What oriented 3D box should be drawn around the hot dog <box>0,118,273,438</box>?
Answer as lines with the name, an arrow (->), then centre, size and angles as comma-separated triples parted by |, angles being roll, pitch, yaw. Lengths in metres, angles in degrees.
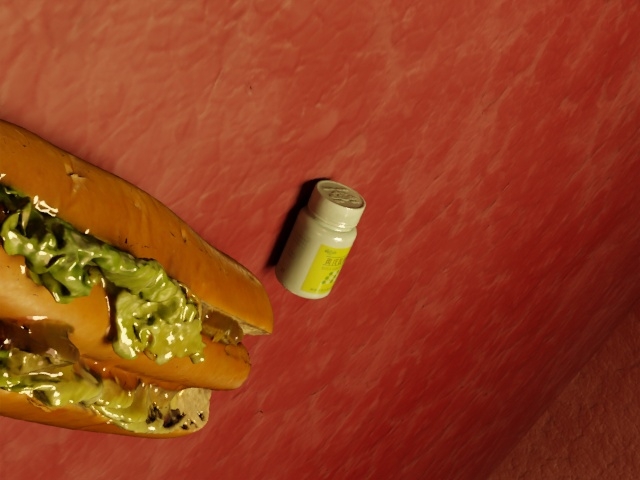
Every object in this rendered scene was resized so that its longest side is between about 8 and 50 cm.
hot dog -> -0.118, 0.039, 0.400 | 0.135, 0.100, 0.337 | -49, 153, -3

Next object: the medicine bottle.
medicine bottle -> 0.000, 0.000, 0.589 | 0.047, 0.047, 0.083 | -13, 136, -50
